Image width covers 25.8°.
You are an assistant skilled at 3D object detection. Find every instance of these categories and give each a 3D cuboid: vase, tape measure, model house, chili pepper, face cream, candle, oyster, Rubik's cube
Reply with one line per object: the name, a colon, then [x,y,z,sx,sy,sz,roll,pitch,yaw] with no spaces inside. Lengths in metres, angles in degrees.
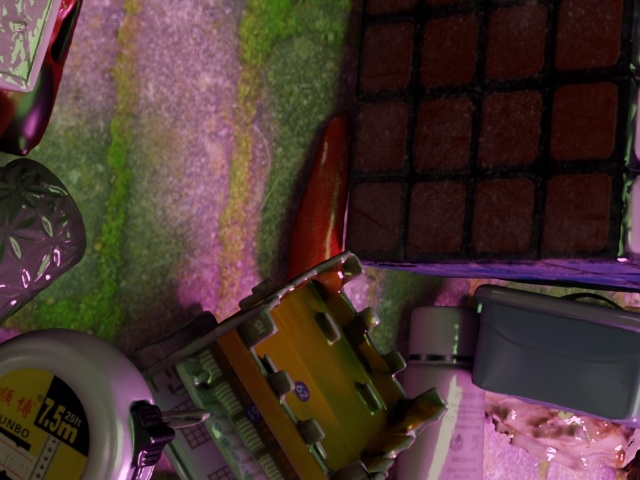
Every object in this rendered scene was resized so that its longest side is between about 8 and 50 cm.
vase: [-0.334,0.032,1.095,0.301,0.156,0.251,-35,94,-37]
tape measure: [-0.214,0.166,1.173,0.178,0.196,0.105,-62,161,7]
model house: [-0.041,0.149,1.267,0.224,0.215,0.198,58,29,0]
chili pepper: [0.000,0.000,1.417,0.063,0.071,0.272,6,89,-2]
face cream: [0.134,0.229,1.521,0.143,0.089,0.314,9,79,-43]
candle: [-0.225,-0.213,1.185,0.084,0.059,0.302,29,81,-52]
oyster: [0.312,0.175,1.654,0.354,0.107,0.201,5,90,-24]
Rubik's cube: [0.260,-0.123,1.409,0.337,0.344,0.344,9,86,-46]

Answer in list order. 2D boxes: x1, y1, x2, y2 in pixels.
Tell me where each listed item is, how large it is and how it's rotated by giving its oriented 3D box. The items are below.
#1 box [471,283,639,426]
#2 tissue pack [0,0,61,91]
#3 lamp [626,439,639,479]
box: [0.275,0.119,1.478,0.162,0.227,0.130,24,80,-59]
tissue pack: [-0.298,-0.203,1.008,0.145,0.229,0.159,19,86,-41]
lamp: [0.482,0.318,1.829,0.223,0.215,0.151,45,31,-3]
